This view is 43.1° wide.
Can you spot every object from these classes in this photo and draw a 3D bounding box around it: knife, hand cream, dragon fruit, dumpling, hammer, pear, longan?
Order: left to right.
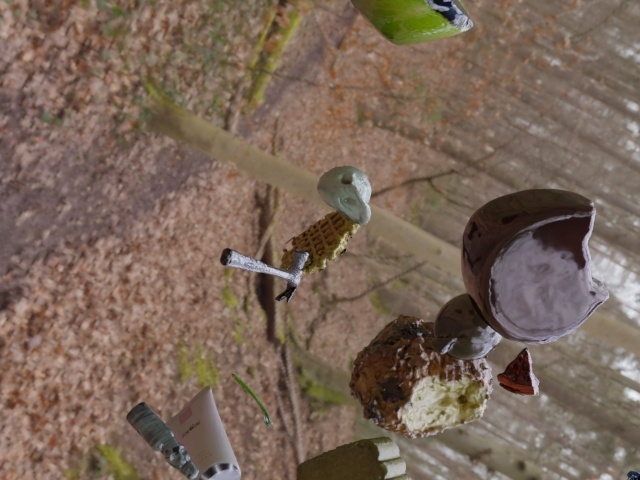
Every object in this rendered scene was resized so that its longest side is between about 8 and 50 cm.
[{"bbox_3d":[-0.317,0.537,2.161,0.185,0.118,0.359,-44,-146,-1],"label":"hand cream"},{"bbox_3d":[-0.172,0.403,2.060,0.023,0.166,0.078,-33,170,-24],"label":"knife"},{"bbox_3d":[-0.141,0.062,2.050,0.427,0.044,0.152,29,79,-65],"label":"hammer"},{"bbox_3d":[0.070,-0.116,1.929,0.108,0.153,0.219,-57,-157,0],"label":"dumpling"},{"bbox_3d":[0.128,-0.543,1.623,0.165,0.399,0.399,-35,-171,23],"label":"pear"},{"bbox_3d":[0.352,0.213,1.962,0.204,0.159,0.185,-28,170,-23],"label":"longan"},{"bbox_3d":[0.522,0.354,2.145,0.192,0.092,0.122,26,54,-66],"label":"dragon fruit"}]

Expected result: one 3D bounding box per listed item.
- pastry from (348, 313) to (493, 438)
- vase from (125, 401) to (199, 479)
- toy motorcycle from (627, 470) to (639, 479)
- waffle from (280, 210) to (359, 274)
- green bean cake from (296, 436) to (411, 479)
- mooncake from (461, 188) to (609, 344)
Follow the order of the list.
[{"bbox_3d":[0.277,0.373,2.304,0.337,0.405,0.292,-129,-142,-53],"label":"pastry"},{"bbox_3d":[-0.353,0.460,1.843,0.060,0.211,0.060,-44,168,-12],"label":"vase"},{"bbox_3d":[1.013,0.770,2.373,0.092,0.254,0.135,-61,175,30],"label":"toy motorcycle"},{"bbox_3d":[0.002,0.003,2.359,0.281,0.060,0.262,-13,-145,50],"label":"waffle"},{"bbox_3d":[0.083,0.547,1.703,0.236,0.232,0.124,-28,157,29],"label":"green bean cake"},{"bbox_3d":[0.447,0.041,1.695,0.334,0.326,0.174,-48,-157,12],"label":"mooncake"}]
